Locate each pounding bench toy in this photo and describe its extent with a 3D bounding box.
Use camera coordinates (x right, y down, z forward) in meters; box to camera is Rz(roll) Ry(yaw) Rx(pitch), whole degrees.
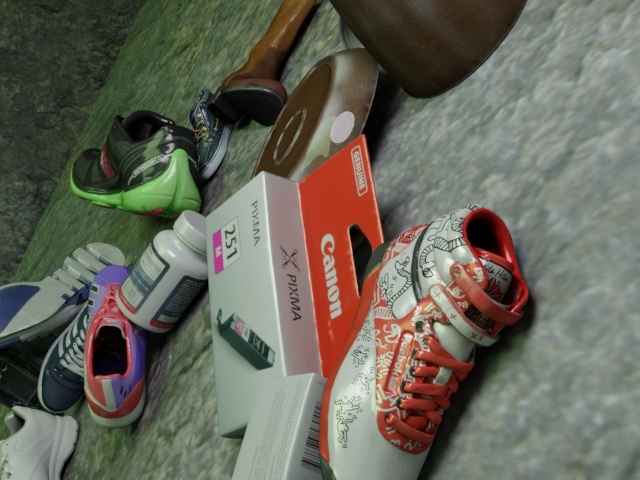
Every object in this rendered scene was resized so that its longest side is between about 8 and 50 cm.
[{"bbox_3d":[0.026,-0.044,0.869,0.052,0.065,0.083,-47,29,23],"label":"pounding bench toy"}]

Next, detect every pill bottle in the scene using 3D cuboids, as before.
[{"bbox_3d":[-0.232,0.047,1.175,0.180,0.108,0.108,-51,28,14],"label":"pill bottle"}]

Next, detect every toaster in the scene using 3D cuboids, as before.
[{"bbox_3d":[-0.591,0.250,1.499,0.129,0.227,0.146,-52,10,15],"label":"toaster"}]

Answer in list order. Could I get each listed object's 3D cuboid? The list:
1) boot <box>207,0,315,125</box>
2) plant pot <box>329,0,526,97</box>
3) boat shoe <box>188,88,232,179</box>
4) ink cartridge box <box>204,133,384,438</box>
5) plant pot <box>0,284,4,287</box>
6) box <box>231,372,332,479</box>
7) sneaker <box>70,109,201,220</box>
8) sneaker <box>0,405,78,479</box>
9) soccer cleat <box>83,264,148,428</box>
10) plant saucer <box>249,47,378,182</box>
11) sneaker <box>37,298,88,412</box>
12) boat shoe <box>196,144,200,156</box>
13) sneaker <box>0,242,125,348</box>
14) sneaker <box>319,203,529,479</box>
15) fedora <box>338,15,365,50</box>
[{"bbox_3d":[-0.070,-0.340,1.355,0.281,0.096,0.264,-56,18,-11],"label":"boot"},{"bbox_3d":[0.087,-0.318,0.862,0.215,0.230,0.215,-41,32,33],"label":"plant pot"},{"bbox_3d":[-0.225,-0.207,1.449,0.065,0.083,0.184,-27,41,47],"label":"boat shoe"},{"bbox_3d":[-0.032,0.048,0.798,0.239,0.060,0.275,-34,54,42],"label":"ink cartridge box"},{"bbox_3d":[-0.753,0.240,1.757,0.263,0.262,0.230,18,95,63],"label":"plant pot"},{"bbox_3d":[-0.006,0.182,0.652,0.087,0.102,0.101,-20,47,49],"label":"box"},{"bbox_3d":[-0.359,-0.155,1.494,0.482,0.185,0.203,11,91,52],"label":"sneaker"},{"bbox_3d":[-0.495,0.403,1.240,0.111,0.129,0.297,-47,30,18],"label":"sneaker"},{"bbox_3d":[-0.326,0.138,1.190,0.318,0.108,0.117,-104,14,-45],"label":"soccer cleat"},{"bbox_3d":[-0.026,-0.133,1.020,0.311,0.050,0.311,-52,21,30],"label":"plant saucer"},{"bbox_3d":[-0.416,0.192,1.353,0.282,0.099,0.153,-62,25,-11],"label":"sneaker"},{"bbox_3d":[-0.322,-0.164,1.600,0.190,0.068,0.072,-19,59,52],"label":"boat shoe"},{"bbox_3d":[-0.515,0.151,1.463,0.315,0.127,0.182,-33,-35,-41],"label":"sneaker"},{"bbox_3d":[0.086,0.092,0.599,0.145,0.090,0.270,-30,36,48],"label":"sneaker"},{"bbox_3d":[0.074,-0.411,1.097,0.243,0.124,0.276,-38,33,37],"label":"fedora"}]
